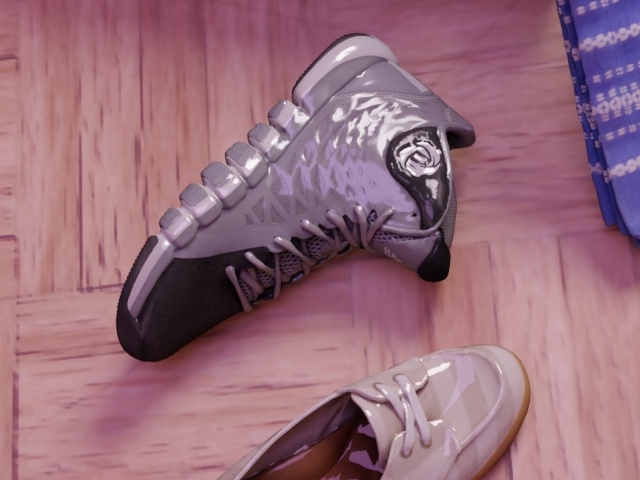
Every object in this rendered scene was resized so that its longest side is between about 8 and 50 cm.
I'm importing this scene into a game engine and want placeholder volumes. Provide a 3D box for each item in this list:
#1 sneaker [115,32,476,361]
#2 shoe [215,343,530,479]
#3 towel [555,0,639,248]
[{"bbox_3d":[0.000,0.000,0.897,0.132,0.086,0.229,37,80,18],"label":"sneaker"},{"bbox_3d":[0.015,0.122,0.862,0.219,0.058,0.077,-32,68,-1],"label":"shoe"},{"bbox_3d":[0.230,-0.171,0.819,0.243,0.336,0.040,-15,24,5],"label":"towel"}]
